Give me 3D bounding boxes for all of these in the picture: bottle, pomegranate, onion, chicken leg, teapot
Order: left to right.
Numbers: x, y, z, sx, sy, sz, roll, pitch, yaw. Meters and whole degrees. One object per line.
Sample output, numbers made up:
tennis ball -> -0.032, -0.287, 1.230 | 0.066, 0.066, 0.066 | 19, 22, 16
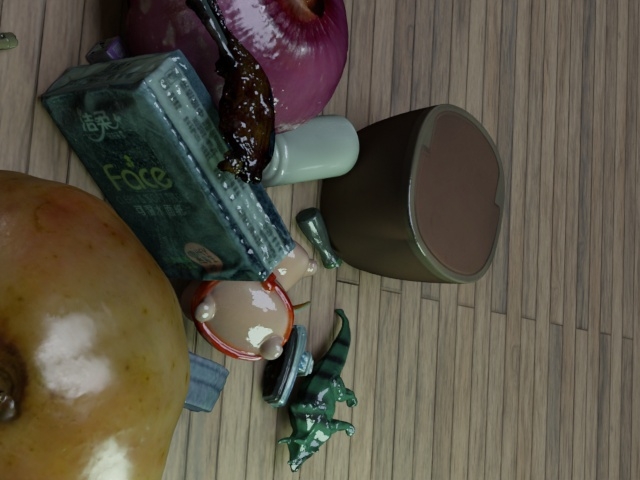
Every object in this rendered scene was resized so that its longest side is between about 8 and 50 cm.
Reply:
pomegranate -> -0.332, 0.128, 1.112 | 0.412, 0.412, 0.411 | 5, 83, -49
chicken leg -> -0.107, -0.191, 1.288 | 0.106, 0.051, 0.253 | -11, 85, -57
onion -> -0.089, -0.327, 1.475 | 0.358, 0.345, 0.358 | -21, 90, -83
bottle -> -0.049, -0.140, 1.649 | 0.245, 0.104, 0.104 | -12, 96, -49
teapot -> 0.000, 0.000, 1.746 | 0.043, 0.043, 0.110 | -53, 128, -38

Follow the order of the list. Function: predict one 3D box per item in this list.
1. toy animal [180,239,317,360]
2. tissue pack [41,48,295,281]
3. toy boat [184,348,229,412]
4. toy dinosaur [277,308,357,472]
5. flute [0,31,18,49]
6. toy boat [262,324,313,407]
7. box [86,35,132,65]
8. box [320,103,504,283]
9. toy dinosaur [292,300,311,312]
toy animal -> -0.103, 0.078, 1.513 | 0.171, 0.171, 0.197 | 54, 39, -32
tissue pack -> -0.196, -0.090, 1.376 | 0.103, 0.228, 0.315 | -51, 124, -35
toy boat -> -0.224, 0.170, 1.402 | 0.283, 0.127, 0.078 | 29, 66, -50
toy dinosaur -> 0.014, 0.249, 1.716 | 0.292, 0.079, 0.120 | -56, 129, -40
flute -> -0.454, -0.222, 1.240 | 0.233, 0.027, 0.027 | -21, 103, -49
toy boat -> -0.045, 0.197, 1.660 | 0.066, 0.059, 0.140 | 29, 64, -31
box -> -0.264, -0.221, 1.445 | 0.117, 0.051, 0.036 | 54, 51, -30
box -> 0.151, -0.074, 1.797 | 0.301, 0.216, 0.300 | 2, 88, -49
toy dinosaur -> -0.099, 0.102, 1.622 | 0.187, 0.044, 0.106 | -38, 99, -33
